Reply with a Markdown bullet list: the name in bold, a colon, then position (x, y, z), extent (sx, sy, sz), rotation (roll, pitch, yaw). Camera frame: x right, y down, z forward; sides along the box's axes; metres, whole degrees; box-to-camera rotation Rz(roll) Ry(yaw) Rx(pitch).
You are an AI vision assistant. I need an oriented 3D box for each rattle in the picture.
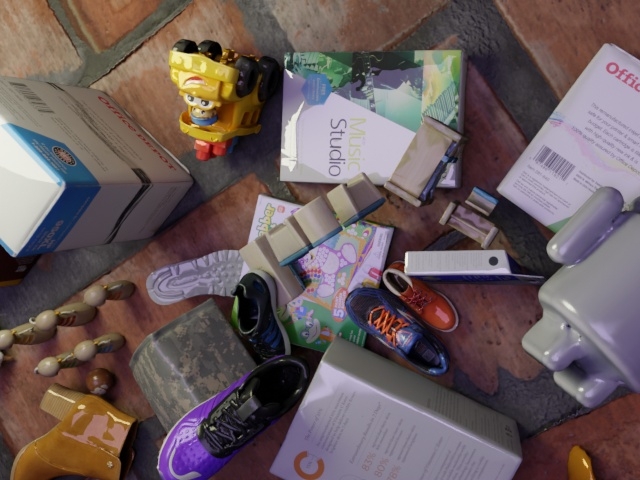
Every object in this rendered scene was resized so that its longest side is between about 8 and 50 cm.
- **rattle**: position (0.495, 0.441, 1.353), extent (0.200, 0.142, 0.130), rotation (11, 130, 4)

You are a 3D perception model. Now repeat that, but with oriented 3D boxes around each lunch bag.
- **lunch bag**: position (-0.228, 0.271, 1.522), extent (0.235, 0.169, 0.287), rotation (56, 145, 5)

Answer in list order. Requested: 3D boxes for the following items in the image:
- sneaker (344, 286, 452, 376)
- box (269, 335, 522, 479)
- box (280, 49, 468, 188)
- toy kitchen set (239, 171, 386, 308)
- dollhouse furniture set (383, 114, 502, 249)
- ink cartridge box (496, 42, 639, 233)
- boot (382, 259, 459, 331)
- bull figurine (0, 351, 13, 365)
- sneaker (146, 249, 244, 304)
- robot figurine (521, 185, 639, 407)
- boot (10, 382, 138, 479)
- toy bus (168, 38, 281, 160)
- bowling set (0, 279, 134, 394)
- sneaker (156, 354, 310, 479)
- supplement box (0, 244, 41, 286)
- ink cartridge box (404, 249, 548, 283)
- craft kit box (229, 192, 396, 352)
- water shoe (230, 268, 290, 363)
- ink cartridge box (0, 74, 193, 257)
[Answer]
- **sneaker**: position (0.138, 0.153, 1.407), extent (0.221, 0.087, 0.083), rotation (34, 91, -4)
- **box**: position (0.126, 0.341, 1.377), extent (0.346, 0.168, 0.214), rotation (26, 102, 6)
- **box**: position (0.089, -0.211, 1.449), extent (0.322, 0.058, 0.232), rotation (3, 94, 18)
- **toy kitchen set**: position (0.000, 0.000, 1.413), extent (0.207, 0.166, 0.122), rotation (-31, 91, 46)
- **dollhouse furniture set**: position (0.221, -0.093, 1.314), extent (0.184, 0.129, 0.129), rotation (33, 103, 11)
- **ink cartridge box**: position (0.442, -0.131, 1.293), extent (0.201, 0.117, 0.278), rotation (38, 105, 14)
- **boot**: position (0.168, 0.101, 1.424), extent (0.158, 0.085, 0.059), rotation (43, 104, 11)
- **bull figurine**: position (-0.774, 0.165, 1.759), extent (0.189, 0.101, 0.310), rotation (-21, 86, 22)
- **sneaker**: position (-0.205, 0.062, 1.559), extent (0.235, 0.095, 0.090), rotation (-6, 95, 0)
- **robot figurine**: position (0.447, 0.068, 1.149), extent (0.353, 0.200, 0.300), rotation (-43, 101, 1)
- **boot**: position (-0.492, 0.449, 1.675), extent (0.211, 0.104, 0.295), rotation (25, 103, 13)
- **toy bus**: position (-0.184, -0.237, 1.467), extent (0.150, 0.220, 0.211), rotation (20, 106, 13)
- **bowling set**: position (-0.473, 0.209, 1.624), extent (0.287, 0.154, 0.199), rotation (-29, 83, 19)
- **sneaker**: position (-0.131, 0.273, 1.306), extent (0.293, 0.146, 0.102), rotation (-39, 88, -22)
- **supplement box**: position (-0.653, -0.012, 1.657), extent (0.129, 0.191, 0.194), rotation (45, 107, 12)
- **ink cartridge box**: position (0.258, 0.046, 1.322), extent (0.209, 0.206, 0.045), rotation (1, 83, 19)
- **craft kit box**: position (-0.016, 0.064, 1.478), extent (0.247, 0.061, 0.249), rotation (14, 98, 8)
- **water shoe**: position (-0.109, 0.148, 1.412), extent (0.073, 0.080, 0.203), rotation (5, 118, 35)
- **ink cartridge box**: position (-0.453, -0.136, 1.473), extent (0.285, 0.395, 0.166), rotation (44, 108, 13)
